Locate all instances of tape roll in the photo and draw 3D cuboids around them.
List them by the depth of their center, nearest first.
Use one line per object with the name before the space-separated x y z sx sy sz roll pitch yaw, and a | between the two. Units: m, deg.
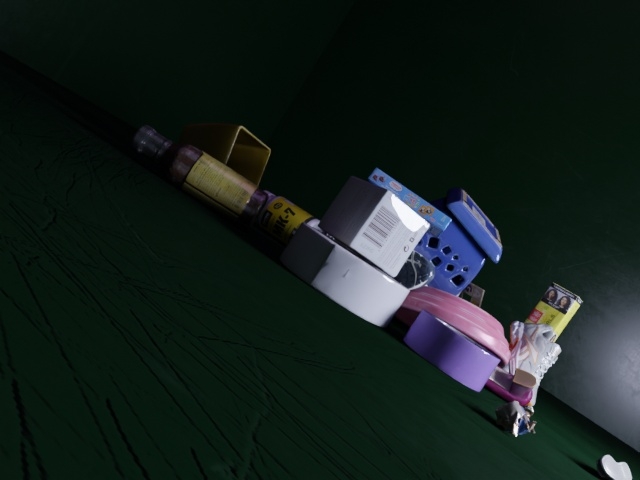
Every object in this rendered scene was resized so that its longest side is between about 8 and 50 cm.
tape roll | 0.274 0.229 1.139 0.189 0.080 0.189 32 1 -1
tape roll | 0.052 0.073 1.192 0.286 0.100 0.286 33 2 -1

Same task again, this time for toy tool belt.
toy tool belt | 0.311 0.288 0.850 0.083 0.052 0.051 27 36 -39

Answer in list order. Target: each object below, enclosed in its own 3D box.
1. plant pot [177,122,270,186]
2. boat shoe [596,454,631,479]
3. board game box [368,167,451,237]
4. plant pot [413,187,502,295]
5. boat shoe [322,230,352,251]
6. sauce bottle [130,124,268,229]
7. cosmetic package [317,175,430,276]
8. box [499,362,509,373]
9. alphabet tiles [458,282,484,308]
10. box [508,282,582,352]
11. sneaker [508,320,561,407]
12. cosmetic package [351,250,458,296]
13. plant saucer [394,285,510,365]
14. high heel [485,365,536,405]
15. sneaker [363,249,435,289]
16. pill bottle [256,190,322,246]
plant pot | -0.291 -0.210 1.499 0.187 0.212 0.212 21 -2 19
boat shoe | 0.533 0.424 0.998 0.125 0.038 0.046 24 49 -41
board game box | 0.212 -0.087 1.313 0.211 0.039 0.160 35 0 9
plant pot | 0.358 -0.004 1.491 0.236 0.212 0.236 50 22 -4
boat shoe | 0.002 -0.004 2.209 0.306 0.113 0.105 29 9 -13
sauce bottle | -0.292 -0.159 1.308 0.344 0.111 0.111 34 2 -4
cosmetic package | 0.120 -0.036 1.263 0.151 0.151 0.183 34 1 -28
box | 0.495 0.347 1.543 0.170 0.091 0.130 31 2 -44
alphabet tiles | 0.435 0.230 1.766 0.009 0.237 0.198 -3 21 -30
box | 0.624 0.238 1.513 0.058 0.232 0.087 31 5 -47
sneaker | 0.551 0.305 1.385 0.121 0.262 0.099 -9 -53 27
cosmetic package | 0.249 0.126 1.665 0.365 0.197 0.155 30 4 -37
plant saucer | 0.336 0.211 1.399 0.332 0.084 0.332 27 -12 6
high heel | 0.373 0.308 1.263 0.244 0.082 0.117 17 -39 18
sneaker | 0.187 0.081 1.363 0.122 0.110 0.283 13 -14 -37
pill bottle | -0.108 -0.057 1.608 0.208 0.119 0.119 33 2 23
